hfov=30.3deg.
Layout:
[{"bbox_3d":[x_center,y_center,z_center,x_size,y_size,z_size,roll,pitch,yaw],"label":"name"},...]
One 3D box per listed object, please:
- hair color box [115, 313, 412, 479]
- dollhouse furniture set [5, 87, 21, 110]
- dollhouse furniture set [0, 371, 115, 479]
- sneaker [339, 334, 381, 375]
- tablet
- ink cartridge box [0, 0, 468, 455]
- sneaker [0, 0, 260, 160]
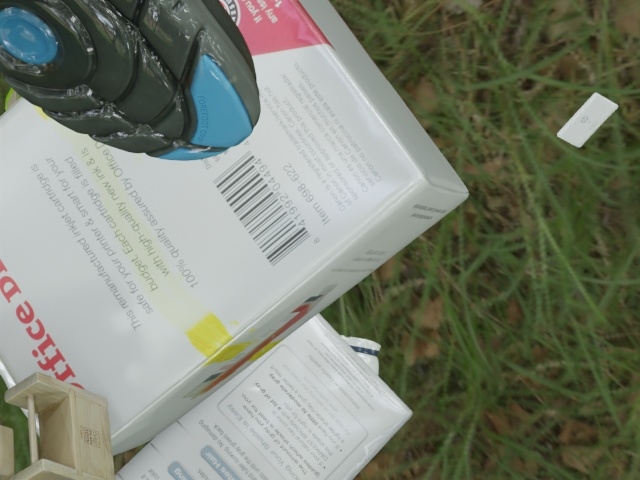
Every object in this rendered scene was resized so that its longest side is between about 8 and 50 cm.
[{"bbox_3d":[-0.092,0.261,1.319,0.185,0.113,0.374,46,62,3],"label":"hair color box"},{"bbox_3d":[-0.314,-0.162,1.361,0.076,0.059,0.152,17,125,-30],"label":"dollhouse furniture set"},{"bbox_3d":[-0.206,0.224,0.900,0.129,0.184,0.129,-31,141,24],"label":"dollhouse furniture set"},{"bbox_3d":[-0.025,0.188,1.843,0.235,0.090,0.095,7,86,7],"label":"sneaker"},{"bbox_3d":[0.382,-0.171,1.689,0.054,0.006,0.083,21,121,-36],"label":"tablet"},{"bbox_3d":[-0.116,-0.035,1.006,0.384,0.160,0.279,-38,77,15],"label":"ink cartridge box"},{"bbox_3d":[-0.143,-0.182,0.579,0.125,0.140,0.341,-25,121,38],"label":"sneaker"}]
